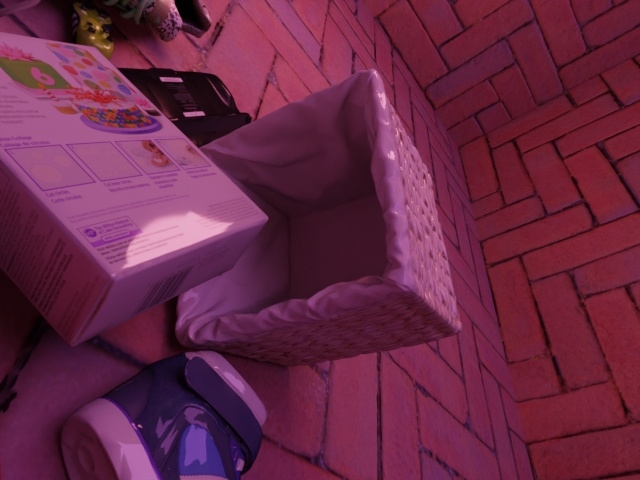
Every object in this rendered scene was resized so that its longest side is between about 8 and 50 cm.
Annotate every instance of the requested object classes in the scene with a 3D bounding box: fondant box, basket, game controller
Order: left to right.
[{"bbox_3d":[-0.247,-0.080,0.504,0.330,0.096,0.238,45,27,8],"label":"fondant box"},{"bbox_3d":[-0.231,-0.217,0.816,0.166,0.067,0.319,49,27,3],"label":"game controller"},{"bbox_3d":[0.000,0.000,0.717,0.266,0.331,0.328,41,39,-51],"label":"basket"}]

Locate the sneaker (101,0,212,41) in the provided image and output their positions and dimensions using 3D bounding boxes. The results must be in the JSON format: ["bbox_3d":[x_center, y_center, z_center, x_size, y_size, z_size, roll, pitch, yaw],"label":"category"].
[{"bbox_3d":[-0.279,-0.393,0.718,0.182,0.158,0.410,52,25,-3],"label":"sneaker"}]

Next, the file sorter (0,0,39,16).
[{"bbox_3d":[-0.405,-0.317,0.402,0.277,0.173,0.193,-14,105,-62],"label":"file sorter"}]

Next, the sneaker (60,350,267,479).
[{"bbox_3d":[-0.106,0.276,0.523,0.236,0.130,0.323,-16,75,-58],"label":"sneaker"}]

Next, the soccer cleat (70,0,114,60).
[{"bbox_3d":[-0.334,-0.290,0.692,0.060,0.072,0.179,18,29,-38],"label":"soccer cleat"}]
